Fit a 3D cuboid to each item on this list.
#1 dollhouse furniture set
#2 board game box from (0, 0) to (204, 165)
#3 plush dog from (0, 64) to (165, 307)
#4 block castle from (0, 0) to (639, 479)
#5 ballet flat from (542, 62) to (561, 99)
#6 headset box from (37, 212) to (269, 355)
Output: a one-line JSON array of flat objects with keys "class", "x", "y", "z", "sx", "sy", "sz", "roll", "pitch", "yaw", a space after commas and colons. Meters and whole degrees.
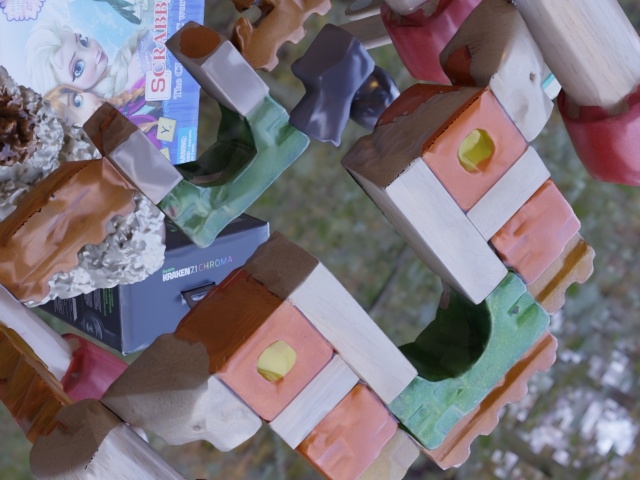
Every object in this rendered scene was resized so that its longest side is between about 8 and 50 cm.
[{"class": "dollhouse furniture set", "x": 0.035, "y": -0.279, "z": 1.526, "sx": 0.123, "sy": 0.151, "sz": 0.144, "roll": -13, "pitch": -150, "yaw": 22}, {"class": "board game box", "x": -0.284, "y": -0.186, "z": 1.919, "sx": 0.318, "sy": 0.066, "sz": 0.319, "roll": -9, "pitch": 108, "yaw": -41}, {"class": "plush dog", "x": -0.278, "y": -0.060, "z": 1.368, "sx": 0.210, "sy": 0.225, "sz": 0.262, "roll": -29, "pitch": -152, "yaw": -14}, {"class": "block castle", "x": 0.000, "y": 0.000, "z": 1.016, "sx": 0.453, "sy": 0.213, "sz": 0.303, "roll": -46, "pitch": -143, "yaw": -6}, {"class": "ballet flat", "x": 0.210, "y": -0.239, "z": 1.609, "sx": 0.086, "sy": 0.086, "sz": 0.248, "roll": -56, "pitch": -148, "yaw": 40}, {"class": "headset box", "x": -0.235, "y": 0.031, "z": 2.185, "sx": 0.246, "sy": 0.283, "sz": 0.131, "roll": -16, "pitch": 115, "yaw": -38}]
